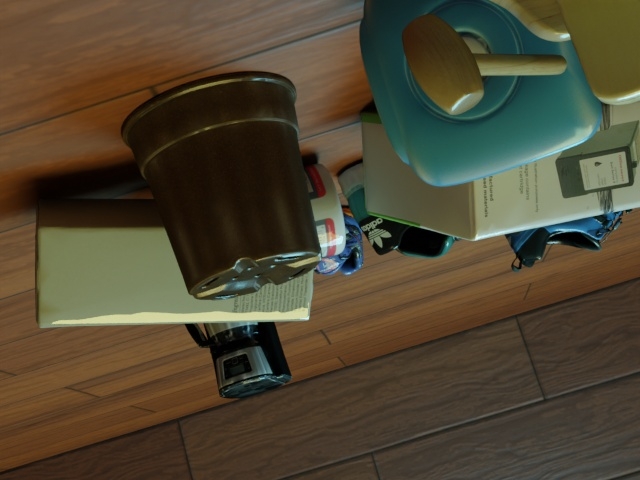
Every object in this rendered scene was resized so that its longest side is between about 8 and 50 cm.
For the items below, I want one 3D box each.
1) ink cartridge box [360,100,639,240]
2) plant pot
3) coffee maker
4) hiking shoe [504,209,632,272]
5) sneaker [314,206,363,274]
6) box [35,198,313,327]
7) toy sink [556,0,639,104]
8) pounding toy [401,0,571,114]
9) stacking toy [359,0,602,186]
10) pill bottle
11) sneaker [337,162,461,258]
[{"bbox_3d":[0.207,-0.087,1.127,0.273,0.114,0.198,-11,-167,-27],"label":"ink cartridge box"},{"bbox_3d":[-0.080,-0.042,1.004,0.167,0.165,0.167,-15,166,-4],"label":"plant pot"},{"bbox_3d":[-0.109,0.140,1.662,0.120,0.178,0.171,-25,164,34],"label":"coffee maker"},{"bbox_3d":[0.405,-0.049,1.622,0.304,0.132,0.113,-16,166,-2],"label":"hiking shoe"},{"bbox_3d":[0.000,0.000,1.430,0.083,0.087,0.221,-25,164,29],"label":"sneaker"},{"bbox_3d":[-0.147,0.020,1.121,0.275,0.113,0.094,1,-160,-14],"label":"box"},{"bbox_3d":[0.140,-0.201,0.490,0.153,0.234,0.131,-22,166,25],"label":"toy sink"},{"bbox_3d":[0.141,-0.204,0.707,0.270,0.154,0.155,-33,170,-13],"label":"pounding toy"},{"bbox_3d":[0.172,-0.158,0.945,0.166,0.175,0.302,-17,-178,29],"label":"stacking toy"},{"bbox_3d":[-0.072,-0.016,1.238,0.180,0.107,0.108,-14,166,-11],"label":"pill bottle"},{"bbox_3d":[0.145,-0.033,1.400,0.302,0.121,0.108,-2,161,-46],"label":"sneaker"}]
